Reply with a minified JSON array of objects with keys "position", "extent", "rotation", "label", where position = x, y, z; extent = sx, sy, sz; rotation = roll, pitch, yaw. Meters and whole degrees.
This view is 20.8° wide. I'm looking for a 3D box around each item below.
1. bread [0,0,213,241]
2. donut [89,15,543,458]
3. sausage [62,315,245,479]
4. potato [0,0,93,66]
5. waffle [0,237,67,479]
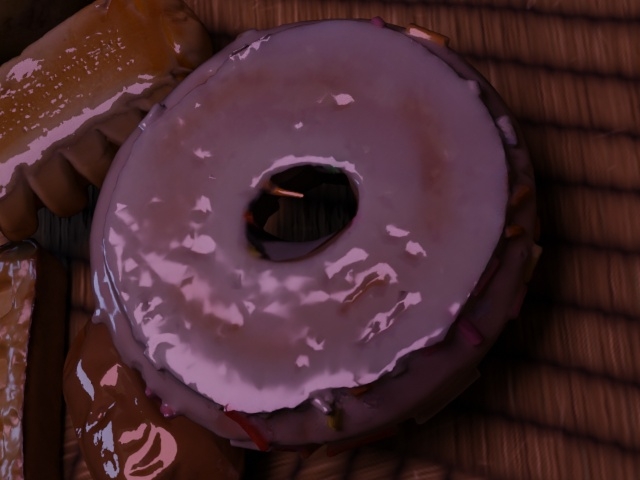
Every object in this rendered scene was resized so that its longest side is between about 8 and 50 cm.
[{"position":[-0.238,-0.116,1.693],"extent":[0.311,0.121,0.173],"rotation":[-31,57,4],"label":"bread"},{"position":[0.000,0.000,1.429],"extent":[0.383,0.142,0.382],"rotation":[-7,65,15],"label":"donut"},{"position":[-0.145,0.152,1.520],"extent":[0.136,0.120,0.241],"rotation":[-39,51,22],"label":"sausage"},{"position":[-0.357,-0.299,1.825],"extent":[0.351,0.218,0.202],"rotation":[-129,40,-60],"label":"potato"},{"position":[-0.371,0.193,1.701],"extent":[0.304,0.077,0.348],"rotation":[-19,59,28],"label":"waffle"}]
